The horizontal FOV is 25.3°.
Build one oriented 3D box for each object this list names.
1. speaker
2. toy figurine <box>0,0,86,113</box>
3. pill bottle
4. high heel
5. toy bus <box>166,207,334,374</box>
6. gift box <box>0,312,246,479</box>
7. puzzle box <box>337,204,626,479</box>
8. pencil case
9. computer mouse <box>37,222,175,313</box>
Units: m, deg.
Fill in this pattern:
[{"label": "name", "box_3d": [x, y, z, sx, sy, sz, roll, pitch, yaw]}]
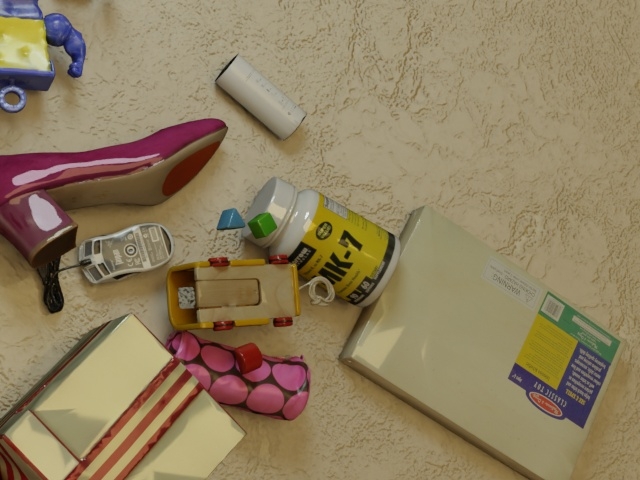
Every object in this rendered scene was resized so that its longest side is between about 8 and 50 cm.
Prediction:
[{"label": "speaker", "box_3d": [-0.087, -0.209, 2.079, 0.136, 0.055, 0.055, 40, 67, -12]}, {"label": "toy figurine", "box_3d": [-0.429, -0.279, 1.876, 0.362, 0.191, 0.217, 1, 85, -23]}, {"label": "pill bottle", "box_3d": [0.000, 0.000, 2.043, 0.208, 0.119, 0.119, 28, 70, -16]}, {"label": "high heel", "box_3d": [-0.304, -0.118, 1.944, 0.181, 0.127, 0.377, 46, 51, 15]}, {"label": "toy bus", "box_3d": [-0.114, 0.073, 1.958, 0.202, 0.104, 0.191, 49, 59, -22]}, {"label": "gift box", "box_3d": [-0.282, 0.255, 1.791, 0.255, 0.276, 0.258, 45, 68, -4]}, {"label": "puzzle box", "box_3d": [0.253, 0.168, 2.161, 0.409, 0.052, 0.272, 34, 68, -15]}, {"label": "pencil case", "box_3d": [-0.120, 0.182, 1.972, 0.209, 0.095, 0.098, 17, 69, -18]}, {"label": "computer mouse", "box_3d": [-0.293, 0.028, 1.953, 0.193, 0.042, 0.106, -13, 81, -20]}]
